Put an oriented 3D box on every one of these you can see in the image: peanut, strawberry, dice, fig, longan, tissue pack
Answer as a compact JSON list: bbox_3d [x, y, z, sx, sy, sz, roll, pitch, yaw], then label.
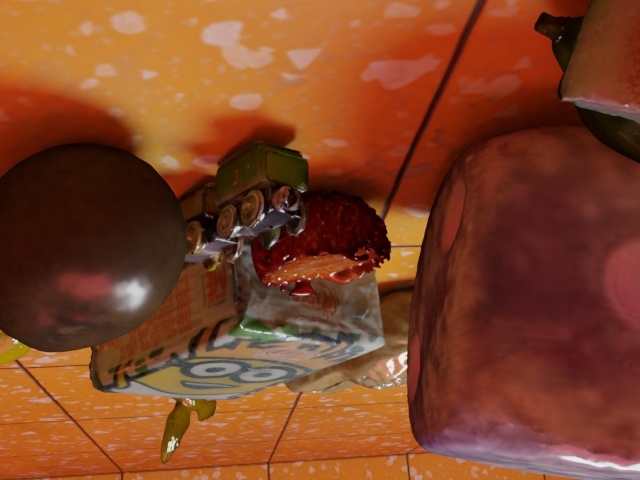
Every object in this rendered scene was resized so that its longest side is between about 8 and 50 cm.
[{"bbox_3d":[0.058,0.154,1.122,0.290,0.130,0.130,-21,153,39],"label":"peanut"},{"bbox_3d":[0.000,0.000,0.781,0.145,0.086,0.145,-2,159,-1],"label":"strawberry"},{"bbox_3d":[0.228,0.070,0.700,0.270,0.270,0.271,9,163,-1],"label":"dice"},{"bbox_3d":[0.219,-0.109,0.536,0.177,0.117,0.117,8,155,-29],"label":"fig"},{"bbox_3d":[-0.200,0.007,0.652,0.187,0.167,0.167,-50,143,10],"label":"longan"},{"bbox_3d":[-0.108,0.107,0.965,0.228,0.128,0.311,13,152,-41],"label":"tissue pack"}]

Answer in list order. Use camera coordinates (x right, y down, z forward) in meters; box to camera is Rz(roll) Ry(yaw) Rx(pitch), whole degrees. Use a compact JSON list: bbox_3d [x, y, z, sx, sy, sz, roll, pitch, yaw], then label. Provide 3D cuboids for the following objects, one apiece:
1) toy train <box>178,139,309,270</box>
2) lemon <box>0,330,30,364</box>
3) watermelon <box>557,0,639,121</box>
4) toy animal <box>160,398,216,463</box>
[{"bbox_3d":[-0.081,-0.027,0.717,0.060,0.081,0.202,13,159,-34],"label":"toy train"},{"bbox_3d":[-0.371,0.088,0.894,0.109,0.109,0.133,4,171,-21],"label":"lemon"},{"bbox_3d":[0.322,-0.145,0.381,0.319,0.222,0.292,12,-164,34],"label":"watermelon"},{"bbox_3d":[-0.255,0.285,1.430,0.155,0.219,0.095,39,166,-7],"label":"toy animal"}]
